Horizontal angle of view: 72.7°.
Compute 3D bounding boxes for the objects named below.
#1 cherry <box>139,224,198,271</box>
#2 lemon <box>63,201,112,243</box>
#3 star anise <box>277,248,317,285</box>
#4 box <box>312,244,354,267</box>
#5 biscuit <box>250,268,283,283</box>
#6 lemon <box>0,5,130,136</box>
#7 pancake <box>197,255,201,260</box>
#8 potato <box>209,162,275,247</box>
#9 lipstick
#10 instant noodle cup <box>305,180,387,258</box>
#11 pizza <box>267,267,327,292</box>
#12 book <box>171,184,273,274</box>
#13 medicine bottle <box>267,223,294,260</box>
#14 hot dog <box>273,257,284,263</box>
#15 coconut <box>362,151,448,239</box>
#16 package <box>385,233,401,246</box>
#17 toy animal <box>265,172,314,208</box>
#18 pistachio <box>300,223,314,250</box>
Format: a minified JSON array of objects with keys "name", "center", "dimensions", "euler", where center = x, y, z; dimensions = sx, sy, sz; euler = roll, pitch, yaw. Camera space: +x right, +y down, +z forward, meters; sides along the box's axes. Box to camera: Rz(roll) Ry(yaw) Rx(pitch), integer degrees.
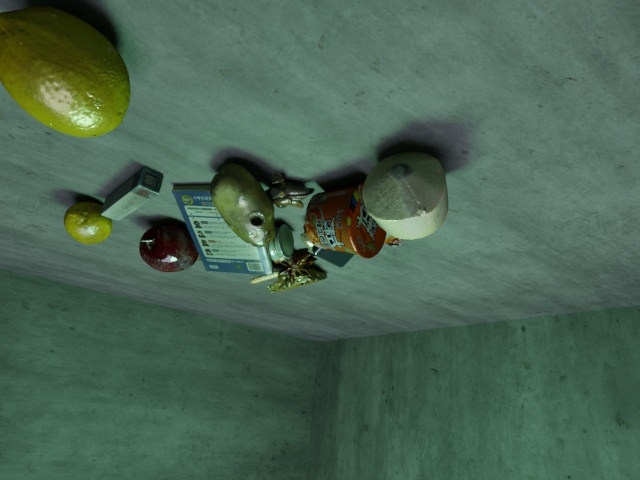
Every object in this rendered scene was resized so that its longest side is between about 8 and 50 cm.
[{"name":"cherry","center":[-0.652,0.038,1.900],"dimensions":[0.230,0.203,0.300],"euler":[-17,159,18]},{"name":"lemon","center":[-0.932,-0.070,1.749],"dimensions":[0.170,0.170,0.207],"euler":[11,154,-12]},{"name":"star anise","center":[-0.116,0.107,2.054],"dimensions":[0.196,0.111,0.212],"euler":[-21,119,14]},{"name":"box","center":[0.090,-0.008,1.650],"dimensions":[0.160,0.050,0.230],"euler":[27,117,-29]},{"name":"biscuit","center":[-0.252,0.177,2.185],"dimensions":[0.160,0.030,0.250],"euler":[-18,179,5]},{"name":"lemon","center":[-0.530,-0.344,0.914],"dimensions":[0.236,0.236,0.263],"euler":[-3,177,20]},{"name":"pancake","center":[-0.622,0.044,2.120],"dimensions":[0.250,0.031,0.250],"euler":[5,157,2]},{"name":"potato","center":[-0.245,-0.111,1.418],"dimensions":[0.191,0.141,0.296],"euler":[-12,111,38]},{"name":"lipstick","center":[-0.693,-0.161,1.583],"dimensions":[0.076,0.080,0.371],"euler":[24,151,-38]},{"name":"instant noodle cup","center":[0.082,-0.069,1.437],"dimensions":[0.192,0.250,0.250],"euler":[2,160,37]},{"name":"pizza","center":[-0.122,0.198,2.224],"dimensions":[0.323,0.089,0.223],"euler":[-14,171,-4]},{"name":"book","center":[-0.361,-0.029,1.659],"dimensions":[0.300,0.039,0.428],"euler":[3,133,12]},{"name":"medicine bottle","center":[-0.195,0.008,1.785],"dimensions":[0.143,0.147,0.147],"euler":[-7,155,21]},{"name":"hot dog","center":[-0.180,0.030,1.933],"dimensions":[0.078,0.061,0.169],"euler":[13,134,-7]},{"name":"coconut","center":[0.247,-0.134,1.245],"dimensions":[0.239,0.239,0.244],"euler":[-4,157,23]},{"name":"package","center":[0.264,-0.023,1.743],"dimensions":[0.166,0.040,0.232],"euler":[8,156,-4]},{"name":"toy animal","center":[-0.104,-0.149,1.475],"dimensions":[0.188,0.089,0.179],"euler":[1,162,11]},{"name":"pistachio","center":[-0.001,-0.008,1.732],"dimensions":[0.124,0.124,0.185],"euler":[-16,149,42]}]
